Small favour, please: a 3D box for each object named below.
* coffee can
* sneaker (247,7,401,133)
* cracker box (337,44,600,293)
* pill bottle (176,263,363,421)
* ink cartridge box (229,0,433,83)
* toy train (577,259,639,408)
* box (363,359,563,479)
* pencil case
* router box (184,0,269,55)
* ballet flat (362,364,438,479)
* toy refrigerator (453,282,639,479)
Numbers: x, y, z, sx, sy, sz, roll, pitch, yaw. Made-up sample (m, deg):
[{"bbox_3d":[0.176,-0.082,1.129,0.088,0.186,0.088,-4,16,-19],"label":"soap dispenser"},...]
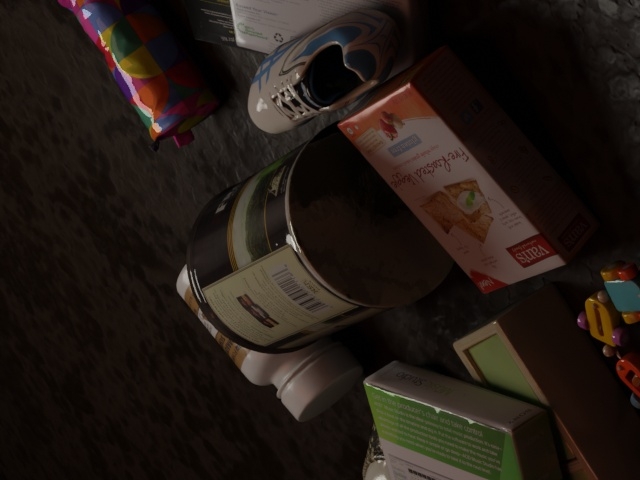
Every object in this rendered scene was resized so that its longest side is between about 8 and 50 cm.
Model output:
[{"bbox_3d":[0.000,0.000,2.044,0.202,0.201,0.275,60,151,-2],"label":"coffee can"},{"bbox_3d":[-0.010,-0.158,1.891,0.085,0.086,0.237,46,145,-11],"label":"sneaker"},{"bbox_3d":[0.142,-0.064,1.852,0.232,0.067,0.155,48,152,-8],"label":"cracker box"},{"bbox_3d":[-0.058,0.101,2.303,0.229,0.131,0.131,50,150,16],"label":"pill bottle"},{"bbox_3d":[0.001,-0.267,1.877,0.223,0.045,0.224,18,138,27],"label":"ink cartridge box"},{"bbox_3d":[0.308,0.083,1.806,0.125,0.046,0.166,44,151,23],"label":"toy train"},{"bbox_3d":[0.173,0.296,2.006,0.232,0.058,0.322,16,130,50],"label":"box"},{"bbox_3d":[-0.217,-0.225,2.280,0.236,0.104,0.104,58,151,4],"label":"pencil case"},{"bbox_3d":[-0.089,-0.276,2.079,0.179,0.046,0.133,20,132,48],"label":"router box"},{"bbox_3d":[0.135,0.388,2.222,0.164,0.182,0.483,9,125,50],"label":"ballet flat"},{"bbox_3d":[0.254,0.189,1.937,0.269,0.094,0.102,57,151,1],"label":"toy refrigerator"}]
